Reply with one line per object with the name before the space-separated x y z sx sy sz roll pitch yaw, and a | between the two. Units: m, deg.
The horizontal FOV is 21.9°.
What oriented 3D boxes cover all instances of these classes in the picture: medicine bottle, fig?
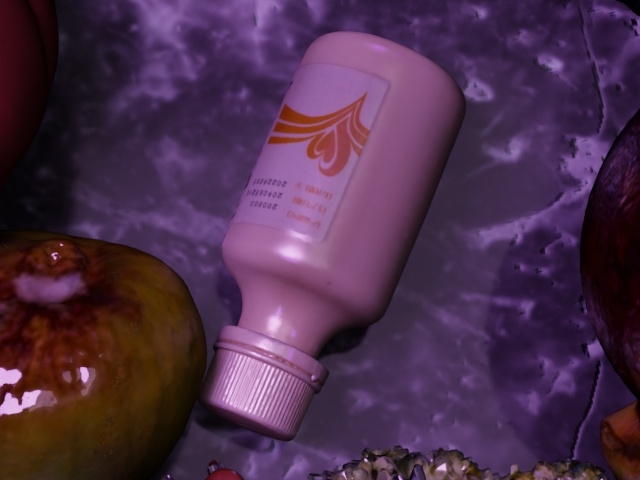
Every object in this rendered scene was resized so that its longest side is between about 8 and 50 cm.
medicine bottle | 0.000 0.000 1.040 0.114 0.114 0.252 22 77 -1
fig | -0.164 0.091 0.981 0.181 0.181 0.191 17 106 -2

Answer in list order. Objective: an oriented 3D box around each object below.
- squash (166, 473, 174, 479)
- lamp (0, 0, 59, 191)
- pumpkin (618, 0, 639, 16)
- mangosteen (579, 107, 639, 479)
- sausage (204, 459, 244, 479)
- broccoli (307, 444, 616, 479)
squash | -0.207 0.313 0.877 0.384 0.263 0.263 -19 80 -9
lamp | -0.301 -0.103 0.954 0.303 0.257 0.303 -12 39 10
pumpkin | 0.267 -0.232 1.104 0.202 0.140 0.202 2 76 -8
mangosteen | 0.305 0.046 0.982 0.306 0.307 0.347 0 109 -6
sausage | -0.030 0.234 0.977 0.034 0.034 0.253 -16 50 -9
broccoli | 0.132 0.255 0.879 0.221 0.361 0.252 -44 117 4
